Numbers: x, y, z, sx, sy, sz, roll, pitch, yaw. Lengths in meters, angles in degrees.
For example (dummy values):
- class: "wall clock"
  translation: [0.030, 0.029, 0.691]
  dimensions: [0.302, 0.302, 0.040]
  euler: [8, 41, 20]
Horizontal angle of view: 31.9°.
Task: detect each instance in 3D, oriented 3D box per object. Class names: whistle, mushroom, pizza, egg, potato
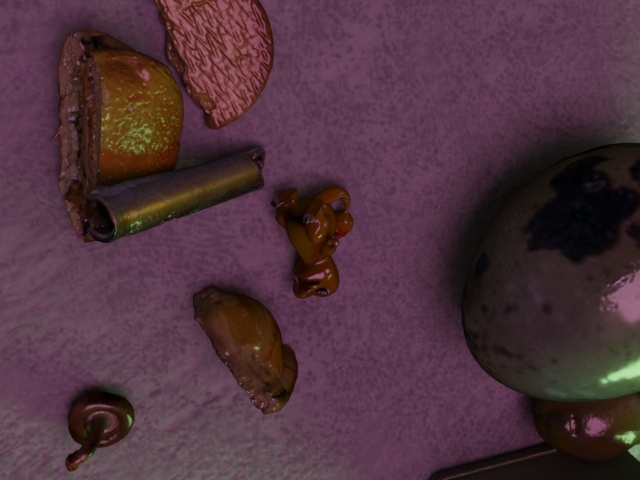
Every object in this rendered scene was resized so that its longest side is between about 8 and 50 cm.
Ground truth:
- class: "whistle"
  translation: [-0.172, -0.064, 1.436]
  dimensions: [0.326, 0.057, 0.067]
  euler: [-23, 135, -53]
- class: "mushroom"
  translation: [-0.327, 0.268, 1.583]
  dimensions: [0.129, 0.073, 0.088]
  euler: [-49, 136, -35]
- class: "pizza"
  translation: [-0.089, 0.147, 1.560]
  dimensions: [0.081, 0.204, 0.188]
  euler: [-42, 109, 11]
- class: "egg"
  translation: [0.399, 0.050, 1.596]
  dimensions: [0.428, 0.345, 0.345]
  euler: [-31, 114, 9]
- class: "potato"
  translation: [0.438, 0.269, 1.786]
  dimensions: [0.201, 0.154, 0.137]
  euler: [-11, 135, -25]

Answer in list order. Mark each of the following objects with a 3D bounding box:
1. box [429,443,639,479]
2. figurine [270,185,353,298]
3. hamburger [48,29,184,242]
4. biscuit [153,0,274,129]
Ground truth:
- class: "box"
  translation: [0.385, 0.468, 1.726]
  dimensions: [0.352, 0.344, 0.177]
  euler: [-11, 108, -13]
- class: "figurine"
  translation: [0.003, 0.000, 1.602]
  dimensions: [0.122, 0.121, 0.176]
  euler: [-31, 132, -35]
- class: "hamburger"
  translation: [-0.258, -0.133, 1.440]
  dimensions: [0.157, 0.144, 0.282]
  euler: [-20, 129, -40]
- class: "biscuit"
  translation: [-0.138, -0.272, 1.490]
  dimensions: [0.145, 0.033, 0.224]
  euler: [-29, 114, -8]
